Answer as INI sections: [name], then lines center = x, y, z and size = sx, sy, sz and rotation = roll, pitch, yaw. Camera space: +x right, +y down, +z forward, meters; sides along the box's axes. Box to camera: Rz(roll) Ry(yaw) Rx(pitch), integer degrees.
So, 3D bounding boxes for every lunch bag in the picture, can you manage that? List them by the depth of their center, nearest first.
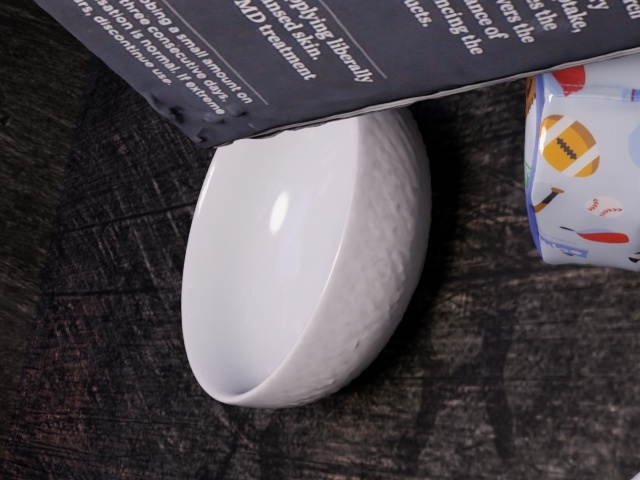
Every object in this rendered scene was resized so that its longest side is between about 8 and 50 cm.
[lunch bag]
center = 0.204, -0.136, 0.792
size = 0.115, 0.243, 0.303
rotation = 6, 75, 17

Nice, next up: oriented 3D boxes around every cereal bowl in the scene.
[cereal bowl]
center = 0.000, 0.000, 1.149
size = 0.339, 0.141, 0.338
rotation = -36, 46, 48

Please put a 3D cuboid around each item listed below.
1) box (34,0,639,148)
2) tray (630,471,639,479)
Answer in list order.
[box]
center = 0.088, -0.352, 0.624
size = 0.472, 0.297, 0.479
rotation = -9, 60, 27
[tray]
center = 0.207, 0.224, 0.777
size = 0.270, 0.030, 0.145
rotation = -54, 35, 33
